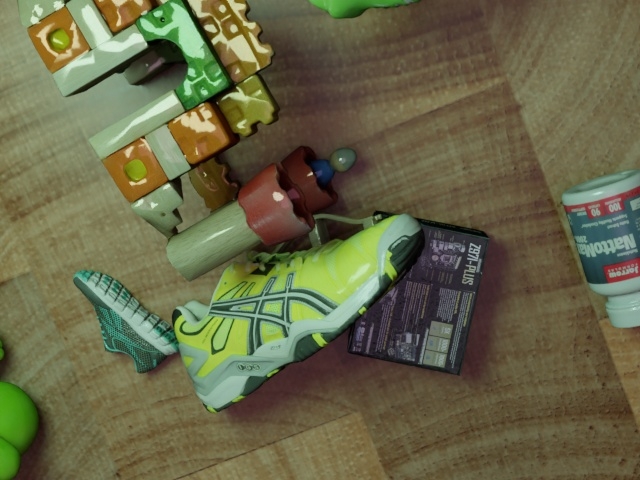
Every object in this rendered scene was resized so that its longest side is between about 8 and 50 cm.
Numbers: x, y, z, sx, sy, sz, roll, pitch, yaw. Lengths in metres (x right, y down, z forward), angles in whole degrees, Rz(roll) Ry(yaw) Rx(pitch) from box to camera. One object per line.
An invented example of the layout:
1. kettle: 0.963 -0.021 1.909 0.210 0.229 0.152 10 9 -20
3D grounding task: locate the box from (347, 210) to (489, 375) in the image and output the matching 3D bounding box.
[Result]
1. box: 0.122 0.064 1.399 0.147 0.077 0.180 11 97 1

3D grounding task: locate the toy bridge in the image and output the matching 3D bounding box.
1. toy bridge: 0.000 0.000 1.382 0.188 0.026 0.063 -22 76 32

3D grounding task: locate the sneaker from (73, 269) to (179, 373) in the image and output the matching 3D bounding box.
1. sneaker: -0.264 0.108 1.427 0.166 0.065 0.076 42 101 -1

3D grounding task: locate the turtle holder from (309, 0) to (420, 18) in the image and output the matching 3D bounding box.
1. turtle holder: 0.082 -0.414 1.155 0.228 0.243 0.320 12 128 11

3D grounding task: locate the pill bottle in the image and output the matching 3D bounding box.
1. pill bottle: 0.376 0.011 1.370 0.108 0.108 0.180 -19 96 4

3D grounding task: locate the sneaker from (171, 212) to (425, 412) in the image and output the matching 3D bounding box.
1. sneaker: -0.043 0.069 1.325 0.385 0.145 0.147 -36 87 28

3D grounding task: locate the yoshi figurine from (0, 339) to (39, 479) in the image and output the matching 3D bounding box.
1. yoshi figurine: -0.507 0.188 1.415 0.362 0.203 0.203 39 56 11

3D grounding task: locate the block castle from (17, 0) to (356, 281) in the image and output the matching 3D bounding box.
1. block castle: -0.145 -0.203 1.265 0.213 0.303 0.453 -29 95 11
